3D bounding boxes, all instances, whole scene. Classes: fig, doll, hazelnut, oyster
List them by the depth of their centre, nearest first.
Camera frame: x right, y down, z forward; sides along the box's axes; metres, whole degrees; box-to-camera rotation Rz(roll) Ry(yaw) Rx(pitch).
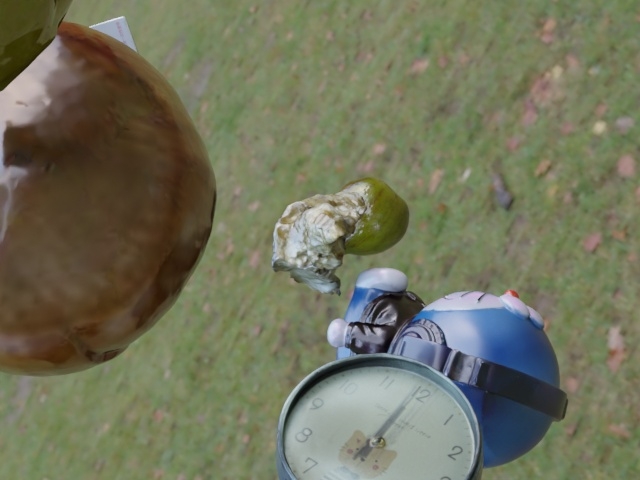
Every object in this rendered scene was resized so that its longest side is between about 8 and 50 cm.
[{"bbox_3d":[-0.257,-0.033,1.187,0.372,0.315,0.372,-60,-15,-28],"label":"hazelnut"},{"bbox_3d":[0.177,0.174,1.624,0.310,0.284,0.240,9,77,39],"label":"doll"},{"bbox_3d":[-0.005,0.001,1.725,0.341,0.110,0.166,-24,-48,-84],"label":"oyster"},{"bbox_3d":[0.068,-0.033,2.254,0.186,0.142,0.148,-36,15,-23],"label":"fig"}]

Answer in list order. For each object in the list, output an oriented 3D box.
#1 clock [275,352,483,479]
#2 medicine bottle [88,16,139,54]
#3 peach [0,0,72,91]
[{"bbox_3d":[0.063,0.218,1.296,0.049,0.226,0.226,90,-175,-47],"label":"clock"},{"bbox_3d":[-0.347,-0.225,1.870,0.171,0.201,0.052,-19,11,-8],"label":"medicine bottle"},{"bbox_3d":[-0.312,-0.246,0.859,0.314,0.281,0.315,106,150,-87],"label":"peach"}]
